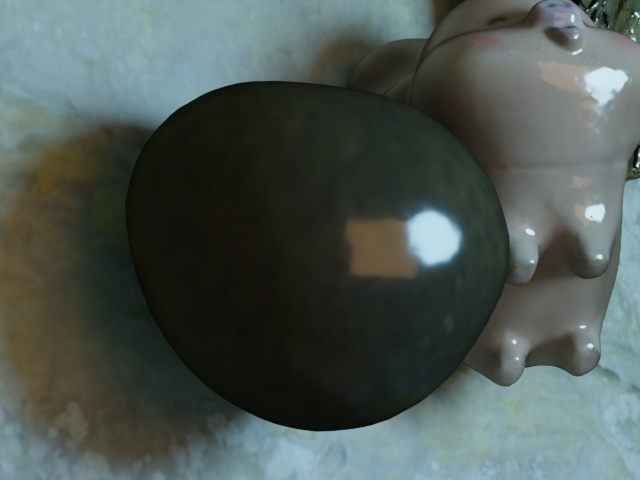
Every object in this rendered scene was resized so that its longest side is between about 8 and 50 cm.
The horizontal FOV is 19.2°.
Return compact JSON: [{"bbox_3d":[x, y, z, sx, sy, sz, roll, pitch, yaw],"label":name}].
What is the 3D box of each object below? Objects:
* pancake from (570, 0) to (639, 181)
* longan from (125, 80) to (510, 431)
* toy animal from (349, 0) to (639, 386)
[{"bbox_3d":[0.298,-0.230,1.798,0.382,0.071,0.382,-22,119,-46],"label":"pancake"},{"bbox_3d":[0.000,0.000,1.384,0.300,0.243,0.300,38,25,-22],"label":"longan"},{"bbox_3d":[0.167,-0.050,1.565,0.237,0.326,0.269,-4,41,-17],"label":"toy animal"}]
